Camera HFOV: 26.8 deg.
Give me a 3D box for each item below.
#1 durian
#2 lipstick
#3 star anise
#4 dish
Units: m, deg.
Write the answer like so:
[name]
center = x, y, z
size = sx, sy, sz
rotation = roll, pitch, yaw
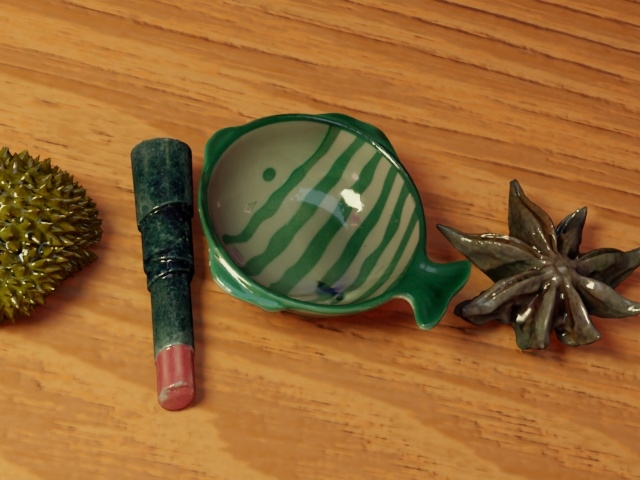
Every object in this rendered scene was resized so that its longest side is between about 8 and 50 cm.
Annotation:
[durian]
center = -0.268, 0.000, 1.050
size = 0.146, 0.102, 0.208
rotation = 38, 59, 1
[lipstick]
center = -0.129, 0.027, 1.109
size = 0.054, 0.053, 0.234
rotation = 3, 62, -16
[star anise]
center = 0.196, 0.027, 1.199
size = 0.180, 0.061, 0.204
rotation = 45, 56, 14
[dish]
center = 0.000, 0.000, 1.144
size = 0.246, 0.078, 0.224
rotation = 34, 55, 7
